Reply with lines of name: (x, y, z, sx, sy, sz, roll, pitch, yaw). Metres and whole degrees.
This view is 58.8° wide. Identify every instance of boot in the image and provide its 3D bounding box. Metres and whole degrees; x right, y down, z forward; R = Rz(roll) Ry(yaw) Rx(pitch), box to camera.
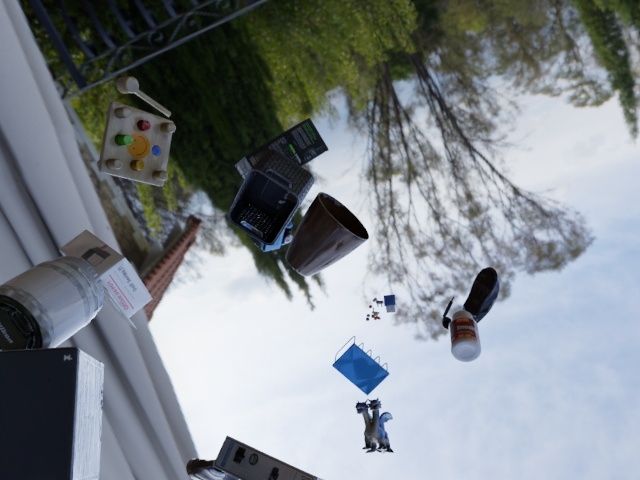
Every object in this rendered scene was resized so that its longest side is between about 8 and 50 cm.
boot: (-0.316, 0.751, 1.826, 0.106, 0.219, 0.082, -21, -130, 31)

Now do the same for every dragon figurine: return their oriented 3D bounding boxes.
dragon figurine: (0.170, 0.555, 1.692, 0.085, 0.289, 0.143, -7, -118, 17)

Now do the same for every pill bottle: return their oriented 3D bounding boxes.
pill bottle: (0.421, 0.276, 1.665, 0.086, 0.086, 0.152, -19, -154, 19)

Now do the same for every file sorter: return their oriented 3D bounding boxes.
file sorter: (0.148, 0.446, 2.054, 0.118, 0.170, 0.104, -48, -176, 14)

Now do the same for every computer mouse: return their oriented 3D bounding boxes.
computer mouse: (0.496, 0.202, 1.854, 0.261, 0.060, 0.184, -68, -157, 6)

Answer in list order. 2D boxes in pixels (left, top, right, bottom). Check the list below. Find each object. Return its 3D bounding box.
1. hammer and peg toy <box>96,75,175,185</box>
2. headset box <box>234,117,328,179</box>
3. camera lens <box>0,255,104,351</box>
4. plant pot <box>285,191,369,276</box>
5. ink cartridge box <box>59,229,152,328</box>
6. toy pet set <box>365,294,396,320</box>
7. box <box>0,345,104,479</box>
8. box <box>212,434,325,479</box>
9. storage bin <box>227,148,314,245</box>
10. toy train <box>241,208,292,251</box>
hammer and peg toy: (-0.644, -0.393, 2.045, 0.127, 0.361, 0.266, 6, 175, 42)
headset box: (-0.133, -0.296, 1.986, 0.283, 0.131, 0.246, -34, -170, -14)
camera lens: (-0.760, 0.184, 1.557, 0.220, 0.219, 0.274, -18, -165, 24)
plant pot: (0.000, 0.000, 1.824, 0.230, 0.215, 0.215, -47, -171, 18)
ink cartridge box: (-0.689, 0.123, 1.866, 0.354, 0.207, 0.119, 26, -123, 40)
toy pet set: (0.225, 0.240, 2.118, 0.114, 0.065, 0.122, -7, -162, 12)
box: (-0.624, 0.414, 1.311, 0.183, 0.296, 0.294, -1, 161, -11)
box: (-0.119, 0.623, 1.502, 0.290, 0.169, 0.087, 13, -114, 27)
storage bin: (-0.107, -0.089, 1.212, 0.180, 0.122, 0.084, -54, -176, 45)
toy train: (-0.154, -0.046, 1.508, 0.105, 0.080, 0.184, -11, -139, -44)
